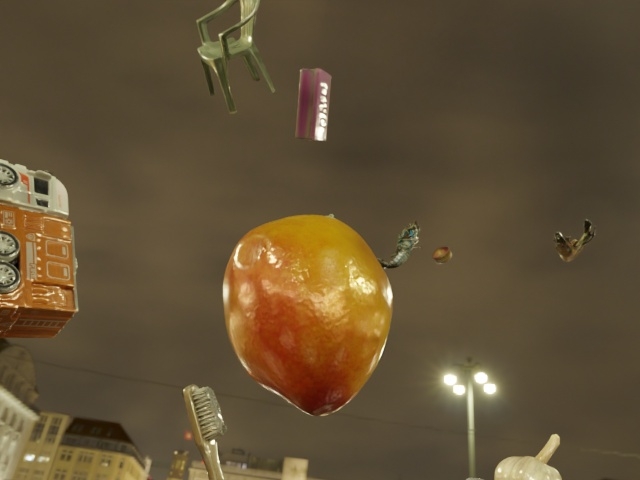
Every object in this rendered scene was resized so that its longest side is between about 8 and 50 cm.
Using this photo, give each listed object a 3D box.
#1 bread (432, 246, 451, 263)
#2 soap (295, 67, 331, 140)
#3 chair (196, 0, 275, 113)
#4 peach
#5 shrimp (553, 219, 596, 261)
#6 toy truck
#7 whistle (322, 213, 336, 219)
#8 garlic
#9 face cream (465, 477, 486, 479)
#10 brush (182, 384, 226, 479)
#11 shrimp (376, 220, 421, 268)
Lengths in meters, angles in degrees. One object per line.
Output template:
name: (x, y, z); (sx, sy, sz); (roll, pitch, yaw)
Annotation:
bread: (0.530, 0.060, 2.450); (0.085, 0.085, 0.053); (-21, -66, 38)
soap: (-0.020, -0.398, 1.657); (0.065, 0.203, 0.122); (8, 8, 18)
chair: (-0.230, -0.526, 1.518); (0.190, 0.203, 0.275); (-27, -48, -15)
peach: (-0.023, 0.112, 0.914); (0.289, 0.308, 0.289); (5, -59, 7)
shrimp: (0.841, -0.007, 1.845); (0.152, 0.046, 0.219); (-51, -42, 10)
toy truck: (-0.652, 0.019, 1.232); (0.207, 0.387, 0.173); (12, -40, -42)
whistle: (0.000, 0.000, 2.200); (0.126, 0.258, 0.067); (8, -34, 29)
garlic: (0.602, 0.630, 1.550); (0.199, 0.226, 0.199); (30, -21, 13)
face cream: (0.389, 0.643, 1.378); (0.091, 0.095, 0.091); (10, -5, 1)
brush: (-0.242, 0.487, 1.294); (0.065, 0.327, 0.070); (-24, -21, 11)
shrimp: (0.230, 0.022, 1.548); (0.076, 0.174, 0.082); (38, -15, 14)
